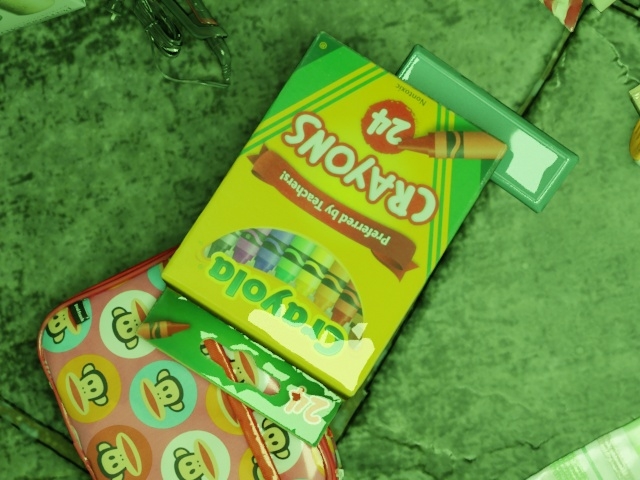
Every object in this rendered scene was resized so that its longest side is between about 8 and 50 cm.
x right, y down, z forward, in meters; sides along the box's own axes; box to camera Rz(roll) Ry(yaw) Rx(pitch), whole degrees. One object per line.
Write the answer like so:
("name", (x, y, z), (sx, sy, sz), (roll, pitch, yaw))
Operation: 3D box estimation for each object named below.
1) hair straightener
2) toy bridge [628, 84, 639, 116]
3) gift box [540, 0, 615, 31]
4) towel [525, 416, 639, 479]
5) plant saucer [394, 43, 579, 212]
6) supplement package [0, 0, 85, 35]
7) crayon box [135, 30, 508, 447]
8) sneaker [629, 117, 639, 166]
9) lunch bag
("hair straightener", (-0.166, -0.239, 1.325), (0.089, 0.047, 0.230), (-35, 89, 10))
("toy bridge", (0.366, -0.179, 1.225), (0.188, 0.026, 0.063), (-30, 84, 10))
("gift box", (0.240, -0.351, 1.122), (0.255, 0.258, 0.276), (-35, 64, 10))
("towel", (0.269, 0.244, 1.250), (0.152, 0.023, 0.113), (-32, 86, 10))
("plant saucer", (0.148, -0.107, 1.273), (0.192, 0.018, 0.067), (36, 98, 8))
("supplement package", (-0.376, -0.301, 1.248), (0.199, 0.263, 0.198), (-16, 87, 11))
("crayon box", (0.000, 0.000, 1.200), (0.202, 0.081, 0.318), (31, 80, 2))
("sneaker", (0.410, -0.115, 1.184), (0.262, 0.099, 0.121), (-32, 118, 19))
("lunch bag", (-0.104, 0.152, 1.280), (0.258, 0.120, 0.293), (-26, 84, 6))
